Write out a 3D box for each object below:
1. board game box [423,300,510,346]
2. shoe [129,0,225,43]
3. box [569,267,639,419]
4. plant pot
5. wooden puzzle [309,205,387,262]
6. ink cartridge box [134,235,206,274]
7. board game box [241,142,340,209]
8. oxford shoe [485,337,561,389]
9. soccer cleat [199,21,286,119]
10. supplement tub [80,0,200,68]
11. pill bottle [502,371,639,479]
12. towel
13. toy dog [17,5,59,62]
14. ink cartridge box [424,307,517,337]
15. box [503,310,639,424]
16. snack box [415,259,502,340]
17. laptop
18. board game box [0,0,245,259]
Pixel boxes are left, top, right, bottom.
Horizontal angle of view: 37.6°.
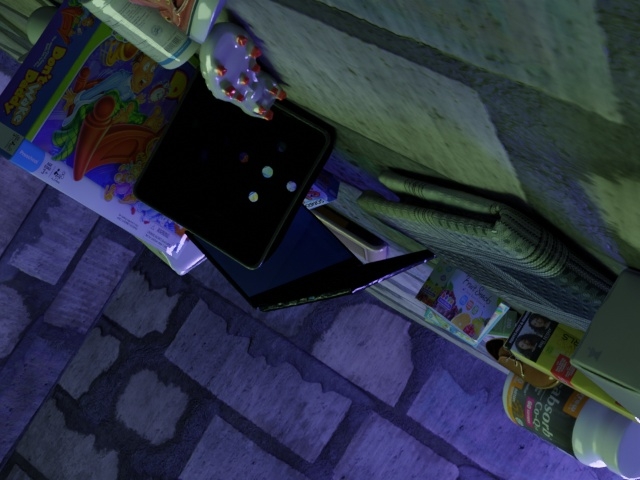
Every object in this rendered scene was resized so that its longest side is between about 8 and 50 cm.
[{"bbox_3d":[0.240,0.108,1.531,0.103,0.026,0.154,32,148,6],"label":"board game box"},{"bbox_3d":[-0.118,-0.207,0.771,0.081,0.063,0.178,28,-179,-12],"label":"shoe"},{"bbox_3d":[0.370,0.143,0.938,0.275,0.113,0.094,34,175,-39],"label":"box"},{"bbox_3d":[-0.089,-0.091,1.194,0.188,0.187,0.167,31,-171,12],"label":"plant pot"},{"bbox_3d":[0.028,-0.027,1.909,0.238,0.044,0.221,27,175,7],"label":"wooden puzzle"},{"bbox_3d":[-0.323,-0.139,1.671,0.384,0.160,0.279,32,155,52],"label":"ink cartridge box"},{"bbox_3d":[-0.089,-0.084,1.459,0.201,0.035,0.136,-18,139,41],"label":"board game box"},{"bbox_3d":[0.364,0.217,1.688,0.076,0.076,0.212,20,176,-20],"label":"oxford shoe"},{"bbox_3d":[-0.094,-0.175,0.961,0.076,0.068,0.196,34,179,15],"label":"soccer cleat"},{"bbox_3d":[-0.167,-0.221,0.903,0.107,0.071,0.071,36,174,-33],"label":"supplement tub"},{"bbox_3d":[0.480,0.315,1.717,0.162,0.162,0.278,35,174,-34],"label":"pill bottle"},{"bbox_3d":[0.226,0.022,1.092,0.312,0.056,0.324,31,174,-25],"label":"towel"},{"bbox_3d":[-0.329,-0.226,1.382,0.220,0.161,0.333,36,174,-37],"label":"toy dog"},{"bbox_3d":[0.322,0.149,1.703,0.235,0.056,0.171,8,179,-8],"label":"ink cartridge box"},{"bbox_3d":[0.383,0.176,1.356,0.232,0.087,0.058,29,175,44],"label":"box"},{"bbox_3d":[0.207,0.073,1.346,0.037,0.100,0.141,29,175,44],"label":"snack box"},{"bbox_3d":[0.000,0.000,1.273,0.264,0.136,0.234,-15,-176,44],"label":"laptop"},{"bbox_3d":[-0.237,-0.142,1.201,0.078,0.233,0.347,30,175,31],"label":"board game box"}]
